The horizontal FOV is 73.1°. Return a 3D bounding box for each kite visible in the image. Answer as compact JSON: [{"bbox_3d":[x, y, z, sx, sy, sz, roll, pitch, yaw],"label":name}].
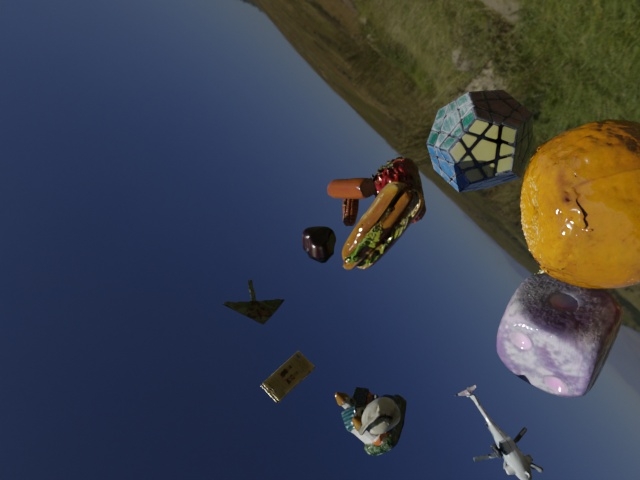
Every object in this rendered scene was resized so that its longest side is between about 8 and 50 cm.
[{"bbox_3d":[-0.237,0.215,1.541,0.229,0.012,0.250,3,-151,-23],"label":"kite"}]

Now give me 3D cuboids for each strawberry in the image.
[{"bbox_3d":[0.332,-0.195,1.710,0.253,0.150,0.280,-23,-83,-41],"label":"strawberry"}]

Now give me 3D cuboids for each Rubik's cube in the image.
[{"bbox_3d":[0.489,-0.300,1.324,0.319,0.264,0.319,52,178,3],"label":"Rubik's cube"}]

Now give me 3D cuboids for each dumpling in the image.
[{"bbox_3d":[0.194,0.602,1.476,0.092,0.150,0.176,57,-157,-6],"label":"dumpling"}]

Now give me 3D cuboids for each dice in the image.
[{"bbox_3d":[0.717,0.281,1.308,0.270,0.270,0.271,24,140,39],"label":"dice"}]

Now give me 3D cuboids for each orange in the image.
[{"bbox_3d":[0.578,-0.070,0.872,0.340,0.293,0.341,-4,-90,-79],"label":"orange"}]

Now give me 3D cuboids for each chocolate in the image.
[{"bbox_3d":[0.000,0.000,1.561,0.149,0.125,0.080,54,165,47],"label":"chocolate"}]

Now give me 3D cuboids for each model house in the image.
[{"bbox_3d":[0.206,0.771,1.960,0.301,0.190,0.271,36,-135,-5],"label":"model house"}]

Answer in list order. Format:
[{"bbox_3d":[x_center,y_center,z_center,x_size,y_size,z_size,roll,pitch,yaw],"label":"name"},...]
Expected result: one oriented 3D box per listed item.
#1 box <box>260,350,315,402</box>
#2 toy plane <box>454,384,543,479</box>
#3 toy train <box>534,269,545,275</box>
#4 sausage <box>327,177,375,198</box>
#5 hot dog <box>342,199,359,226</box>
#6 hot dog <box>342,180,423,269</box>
[{"bbox_3d":[-0.092,0.390,1.239,0.073,0.149,0.020,39,150,28],"label":"box"},{"bbox_3d":[0.522,0.554,1.252,0.107,0.182,0.273,79,180,-68],"label":"toy plane"},{"bbox_3d":[0.918,0.136,1.756,0.064,0.103,0.044,41,-142,12],"label":"toy train"},{"bbox_3d":[0.058,-0.105,0.875,0.131,0.039,0.041,9,130,57],"label":"sausage"},{"bbox_3d":[0.113,-0.119,1.642,0.038,0.062,0.144,60,-144,-67],"label":"hot dog"},{"bbox_3d":[0.172,-0.022,1.273,0.135,0.337,0.100,22,-145,-19],"label":"hot dog"}]
